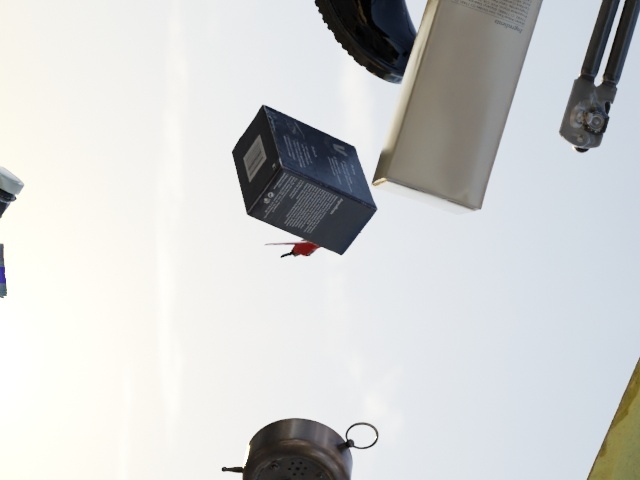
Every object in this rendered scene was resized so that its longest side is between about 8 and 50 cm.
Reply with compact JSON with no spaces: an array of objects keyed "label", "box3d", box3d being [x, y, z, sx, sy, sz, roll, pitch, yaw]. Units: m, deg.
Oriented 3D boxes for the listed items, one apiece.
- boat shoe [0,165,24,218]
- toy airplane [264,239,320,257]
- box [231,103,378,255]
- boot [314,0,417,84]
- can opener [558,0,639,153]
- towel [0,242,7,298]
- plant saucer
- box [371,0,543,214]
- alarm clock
[{"label":"boat shoe","box3d":[-0.449,-0.087,1.906,0.227,0.081,0.069,32,-85,43]},{"label":"toy airplane","box3d":[0.000,0.000,2.235,0.151,0.151,0.028,135,-59,-70]},{"label":"box","box3d":[-0.024,-0.081,2.090,0.093,0.158,0.156,-54,-151,25]},{"label":"boot","box3d":[0.100,-0.430,2.252,0.260,0.131,0.348,-38,-107,36]},{"label":"can opener","box3d":[0.474,-0.288,2.645,0.095,0.076,0.283,76,31,-85]},{"label":"towel","box3d":[-0.475,0.042,2.275,0.060,0.009,0.083,26,58,-74]},{"label":"plant saucer","box3d":[0.393,0.163,1.662,0.333,0.081,0.333,-66,159,-2]},{"label":"box","box3d":[0.148,-0.173,1.643,0.094,0.113,0.275,167,-58,-80]},{"label":"alarm clock","box3d":[-0.012,0.267,1.832,0.129,0.192,0.064,49,20,-21]}]
